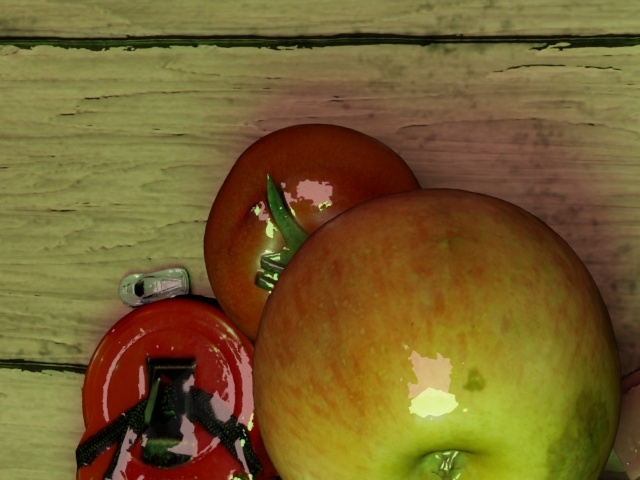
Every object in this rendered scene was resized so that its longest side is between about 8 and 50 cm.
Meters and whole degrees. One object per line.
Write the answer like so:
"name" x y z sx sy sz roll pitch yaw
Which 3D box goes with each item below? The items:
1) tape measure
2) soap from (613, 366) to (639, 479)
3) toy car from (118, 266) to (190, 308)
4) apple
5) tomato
"tape measure" -0.161 0.191 2.074 0.253 0.114 0.260 -4 82 19
"soap" 0.434 0.126 1.821 0.325 0.220 0.127 -34 83 13
"toy car" -0.198 0.056 2.151 0.093 0.025 0.041 -11 79 18
"apple" 0.113 0.139 1.738 0.364 0.364 0.364 -2 83 19
"tomato" 0.000 0.000 1.969 0.256 0.224 0.256 -1 113 -2
